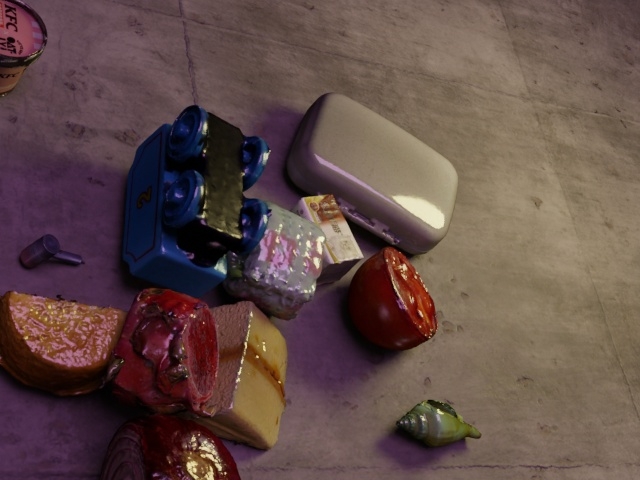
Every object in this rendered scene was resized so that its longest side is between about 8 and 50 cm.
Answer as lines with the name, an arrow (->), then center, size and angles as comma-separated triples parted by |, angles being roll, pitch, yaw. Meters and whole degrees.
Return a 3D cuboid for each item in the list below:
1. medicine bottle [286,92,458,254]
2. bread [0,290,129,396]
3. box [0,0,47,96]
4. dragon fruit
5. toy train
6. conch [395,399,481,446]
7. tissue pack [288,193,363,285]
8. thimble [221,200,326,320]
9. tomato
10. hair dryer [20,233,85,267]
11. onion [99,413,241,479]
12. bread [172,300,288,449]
medicine bottle -> 0.118, -0.145, 2.183 | 0.375, 0.123, 0.282 | 29, 47, -13
bread -> -0.409, 0.164, 1.607 | 0.229, 0.143, 0.139 | 12, 53, -24
box -> -0.585, -0.344, 1.839 | 0.151, 0.135, 0.151 | 20, 48, -25
dragon fruit -> -0.235, 0.189, 1.624 | 0.147, 0.211, 0.282 | 9, 11, 7
toy train -> -0.226, -0.076, 1.810 | 0.188, 0.265, 0.300 | 24, 48, -34
conch -> 0.224, 0.347, 1.958 | 0.201, 0.079, 0.095 | 9, 41, -50
tissue pack -> 0.001, 0.000, 2.018 | 0.099, 0.106, 0.149 | -9, 67, -39
thimble -> -0.088, 0.040, 1.870 | 0.149, 0.185, 0.211 | 25, 25, -20
tomato -> 0.130, 0.125, 2.002 | 0.200, 0.139, 0.233 | 66, 15, 10
hair dryer -> -0.447, 0.027, 1.744 | 0.114, 0.063, 0.037 | 21, 47, -50
onion -> -0.218, 0.374, 1.554 | 0.206, 0.216, 0.207 | 18, 44, -31
bread -> -0.149, 0.251, 1.804 | 0.178, 0.135, 0.240 | 53, 34, -42
